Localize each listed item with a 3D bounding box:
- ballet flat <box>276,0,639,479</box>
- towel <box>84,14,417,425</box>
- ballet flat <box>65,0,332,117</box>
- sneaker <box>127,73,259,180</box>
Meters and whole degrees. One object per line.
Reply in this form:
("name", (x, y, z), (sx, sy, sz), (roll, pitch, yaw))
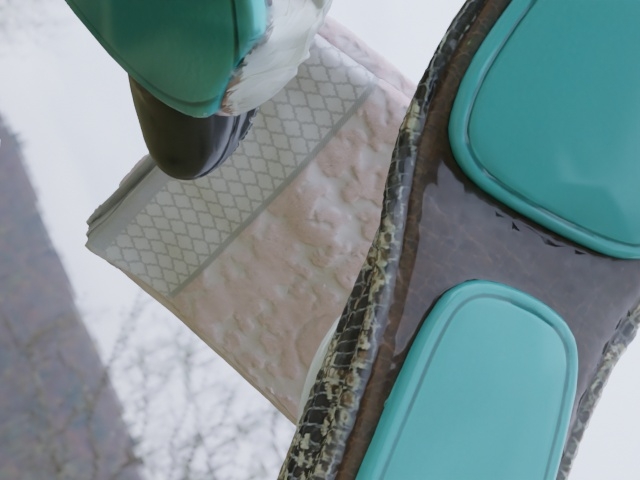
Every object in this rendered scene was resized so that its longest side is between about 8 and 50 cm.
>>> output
("ballet flat", (0.077, 0.006, 0.717), (0.164, 0.482, 0.182), (28, -6, -20))
("towel", (0.000, 0.000, 1.298), (0.317, 0.053, 0.332), (39, -54, -9))
("ballet flat", (-0.084, -0.238, 0.440), (0.409, 0.147, 0.147), (59, -14, -7))
("sneaker", (-0.115, -0.169, 0.996), (0.109, 0.130, 0.286), (12, -61, 35))
